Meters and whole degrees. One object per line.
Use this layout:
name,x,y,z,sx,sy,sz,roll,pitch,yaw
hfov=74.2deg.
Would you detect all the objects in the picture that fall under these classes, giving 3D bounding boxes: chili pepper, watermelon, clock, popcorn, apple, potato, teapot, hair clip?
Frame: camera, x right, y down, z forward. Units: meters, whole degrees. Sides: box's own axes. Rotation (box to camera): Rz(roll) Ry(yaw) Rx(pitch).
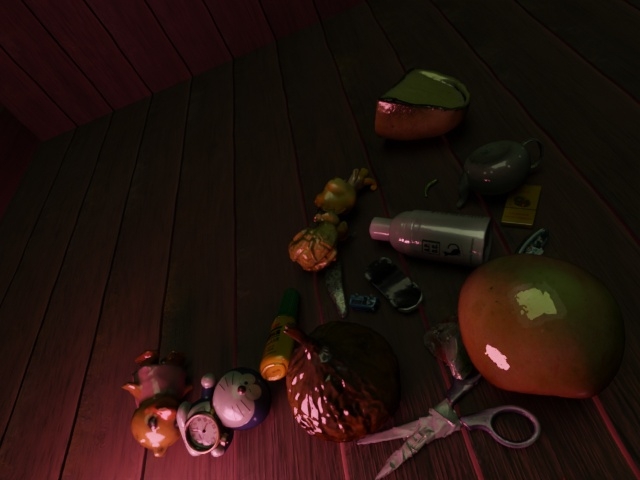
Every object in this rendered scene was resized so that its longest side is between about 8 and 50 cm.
chili pepper,0.367,-0.179,1.417,0.030,0.017,0.083,30,69,37
watermelon,0.315,0.247,1.048,0.139,0.071,0.187,-13,34,35
clock,-0.246,0.435,1.109,0.243,0.146,0.200,-31,71,2
popcorn,-0.003,0.006,1.348,0.173,0.168,0.195,29,61,2
apple,0.448,0.187,0.891,0.319,0.319,0.277,4,65,27
potato,0.382,-0.452,1.534,0.280,0.213,0.330,22,49,19
teapot,0.535,-0.213,1.281,0.294,0.129,0.193,-27,29,8
hair clip,0.048,0.133,1.297,0.066,0.036,0.229,-24,47,14

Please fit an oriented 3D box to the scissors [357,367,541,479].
scissors,0.267,0.414,0.974,0.383,0.029,0.256,-29,44,3

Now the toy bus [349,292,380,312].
toy bus,0.127,0.180,1.220,0.083,0.038,0.046,4,60,29

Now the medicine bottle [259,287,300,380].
medicine bottle,-0.102,0.253,1.200,0.111,0.076,0.309,-43,19,29

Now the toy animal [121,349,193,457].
toy animal,-0.455,0.458,1.184,0.169,0.195,0.281,-60,36,26

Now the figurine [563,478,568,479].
figurine,0.461,0.536,0.706,0.257,0.181,0.208,-9,90,20

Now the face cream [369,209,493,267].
face cream,0.296,-0.016,1.232,0.369,0.145,0.145,8,57,30

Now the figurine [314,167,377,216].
figurine,0.087,-0.163,1.450,0.131,0.156,0.246,26,55,34

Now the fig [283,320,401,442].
fig,0.012,0.295,0.969,0.286,0.369,0.286,-19,50,24

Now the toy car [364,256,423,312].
toy car,0.210,0.128,1.214,0.095,0.056,0.205,-37,51,-7

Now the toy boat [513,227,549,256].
toy boat,0.569,0.026,1.128,0.140,0.059,0.066,-43,31,-9

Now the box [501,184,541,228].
box,0.594,-0.104,1.250,0.087,0.023,0.155,8,57,33
